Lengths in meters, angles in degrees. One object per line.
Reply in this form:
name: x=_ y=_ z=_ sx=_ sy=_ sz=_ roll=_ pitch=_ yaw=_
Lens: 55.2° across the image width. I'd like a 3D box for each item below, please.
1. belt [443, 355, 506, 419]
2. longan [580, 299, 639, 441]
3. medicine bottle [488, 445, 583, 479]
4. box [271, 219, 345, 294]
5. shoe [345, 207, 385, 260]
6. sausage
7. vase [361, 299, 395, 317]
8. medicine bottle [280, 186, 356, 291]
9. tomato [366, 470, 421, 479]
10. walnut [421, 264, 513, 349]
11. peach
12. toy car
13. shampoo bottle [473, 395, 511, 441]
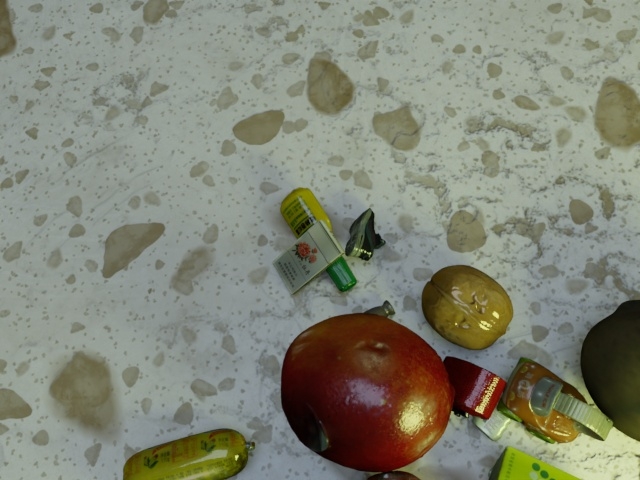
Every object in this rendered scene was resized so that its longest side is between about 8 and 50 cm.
belt: x=0.341 y=0.356 z=1.453 sx=0.128 sy=0.201 sz=0.124 roll=32 pitch=79 yaw=-12
longan: x=0.778 y=0.278 z=1.370 sx=0.361 sy=0.361 sz=0.360 roll=-2 pitch=72 yaw=5
medicine bottle: x=0.498 y=0.594 z=1.369 sx=0.250 sy=0.141 sz=0.137 roll=21 pitch=43 yaw=15
box: x=-0.035 y=0.045 z=1.622 sx=0.198 sy=0.029 sz=0.109 roll=-41 pitch=73 yaw=27
shoe: x=0.131 y=-0.007 z=1.657 sx=0.099 sy=0.071 sz=0.169 roll=30 pitch=52 yaw=-12
sausage: x=-0.327 y=0.544 z=1.495 sx=0.347 sy=0.123 sz=0.123 roll=-17 pitch=71 yaw=0
vase: x=0.143 y=0.199 z=1.596 sx=0.101 sy=0.053 sz=0.053 roll=-31 pitch=72 yaw=-8
medicine bottle: x=0.000 y=0.000 z=1.660 sx=0.111 sy=0.076 sz=0.309 roll=-41 pitch=74 yaw=28
tomato: x=0.164 y=0.633 z=1.380 sx=0.309 sy=0.309 sz=0.170 roll=-3 pitch=30 yaw=5
walnut: x=0.363 y=0.163 z=1.522 sx=0.226 sy=0.193 sz=0.193 roll=28 pitch=77 yaw=10
peach: x=0.078 y=0.347 z=1.384 sx=0.406 sy=0.335 sz=0.310 roll=28 pitch=34 yaw=30
toy car: x=0.545 y=0.379 z=1.391 sx=0.235 sy=0.235 sz=0.145 roll=27 pitch=77 yaw=13
shampoo bottle: x=0.446 y=0.412 z=1.500 sx=0.077 sy=0.045 sz=0.152 roll=40 pitch=82 yaw=18
